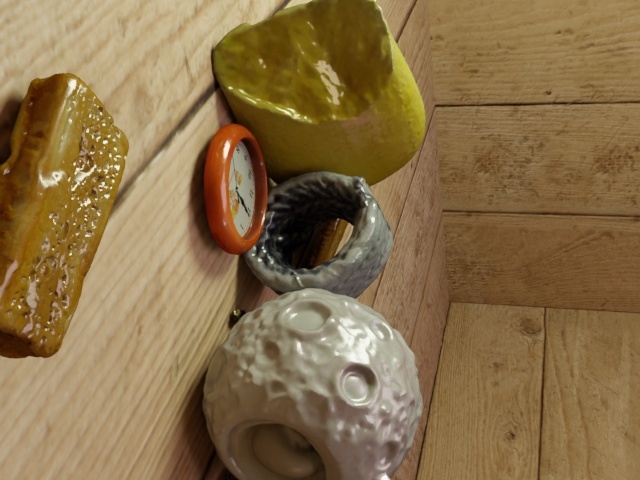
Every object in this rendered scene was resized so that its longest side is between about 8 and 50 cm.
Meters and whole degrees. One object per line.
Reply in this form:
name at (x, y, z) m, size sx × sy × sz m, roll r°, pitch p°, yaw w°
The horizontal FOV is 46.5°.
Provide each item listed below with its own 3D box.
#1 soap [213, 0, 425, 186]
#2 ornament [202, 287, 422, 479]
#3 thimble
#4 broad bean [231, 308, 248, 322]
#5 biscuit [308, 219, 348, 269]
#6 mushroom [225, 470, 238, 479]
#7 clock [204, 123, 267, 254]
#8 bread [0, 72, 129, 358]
soap at (0.018, -0.212, 1.266) m, size 0.427 × 0.306 × 0.115 m, roll 55°, pitch 10°, yaw -53°
ornament at (-0.006, 0.237, 1.155) m, size 0.337 × 0.337 × 0.337 m, roll 2°, pitch 90°, yaw -73°
thimble at (0.000, 0.000, 1.303) m, size 0.217 × 0.245 × 0.157 m, roll 59°, pitch 4°, yaw 24°
broad bean at (-0.096, 0.195, 1.345) m, size 0.060 × 0.043 × 0.297 m, roll -62°, pitch 150°, yaw -32°
biscuit at (0.030, -0.033, 1.582) m, size 0.305 × 0.038 × 0.305 m, roll 21°, pitch 90°, yaw -85°
mushroom at (-0.088, 0.418, 1.255) m, size 0.188 × 0.141 × 0.117 m, roll -54°, pitch 164°, yaw -56°
clock at (-0.135, -0.080, 1.172) m, size 0.205 × 0.051 × 0.205 m, roll 1°, pitch 90°, yaw -73°
bread at (-0.269, -0.028, 0.709) m, size 0.139 × 0.077 × 0.271 m, roll 58°, pitch 36°, yaw -55°
